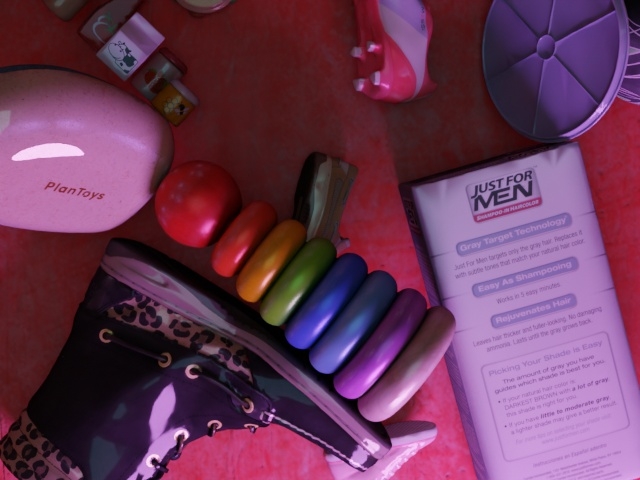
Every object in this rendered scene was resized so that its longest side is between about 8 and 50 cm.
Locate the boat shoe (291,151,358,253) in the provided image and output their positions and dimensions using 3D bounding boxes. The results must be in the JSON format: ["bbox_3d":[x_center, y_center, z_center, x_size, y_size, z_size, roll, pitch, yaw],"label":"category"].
[{"bbox_3d":[0.000,0.000,1.119,0.072,0.068,0.190,14,96,-20],"label":"boat shoe"}]

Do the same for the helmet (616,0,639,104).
[{"bbox_3d":[0.363,-0.220,1.056,0.169,0.169,0.162,-2,73,-3],"label":"helmet"}]

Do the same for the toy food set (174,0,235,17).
[{"bbox_3d":[-0.131,-0.291,1.104,0.083,0.020,0.083,-11,96,-2],"label":"toy food set"}]

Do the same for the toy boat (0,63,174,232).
[{"bbox_3d":[-0.323,-0.065,1.022,0.318,0.267,0.148,-41,58,22],"label":"toy boat"}]

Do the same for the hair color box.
[{"bbox_3d":[0.228,0.093,1.111,0.185,0.113,0.374,-16,96,-2],"label":"hair color box"}]

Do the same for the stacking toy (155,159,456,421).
[{"bbox_3d":[-0.027,0.033,1.021,0.330,0.141,0.141,39,92,0],"label":"stacking toy"}]

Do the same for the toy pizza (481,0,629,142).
[{"bbox_3d":[0.250,-0.205,1.059,0.032,0.201,0.201,-7,96,-35],"label":"toy pizza"}]

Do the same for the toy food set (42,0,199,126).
[{"bbox_3d":[-0.203,-0.238,1.060,0.232,0.111,0.104,43,91,-12],"label":"toy food set"}]

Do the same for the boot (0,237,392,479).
[{"bbox_3d":[-0.142,0.206,1.090,0.377,0.138,0.284,35,92,-1],"label":"boot"}]

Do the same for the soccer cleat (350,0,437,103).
[{"bbox_3d":[0.080,-0.274,1.097,0.095,0.083,0.248,-3,91,-32],"label":"soccer cleat"}]

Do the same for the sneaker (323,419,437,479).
[{"bbox_3d":[0.076,0.255,1.150,0.134,0.051,0.070,-17,97,2],"label":"sneaker"}]
